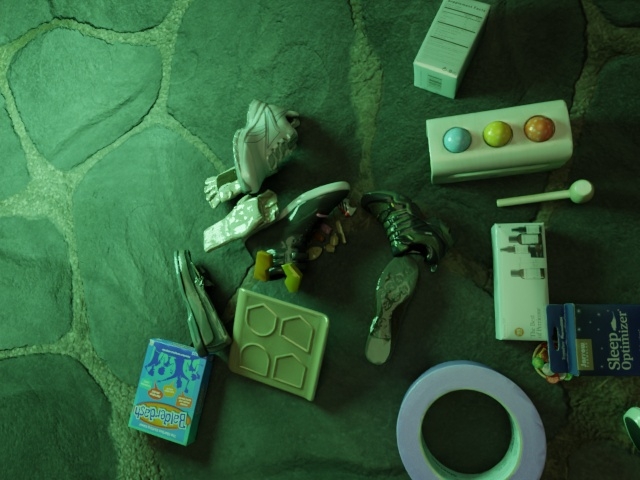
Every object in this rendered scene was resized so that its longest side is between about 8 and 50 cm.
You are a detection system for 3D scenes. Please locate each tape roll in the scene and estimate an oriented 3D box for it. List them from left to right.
[{"bbox_3d":[0.293,0.384,0.910,0.275,0.090,0.274,-2,80,13],"label":"tape roll"}]

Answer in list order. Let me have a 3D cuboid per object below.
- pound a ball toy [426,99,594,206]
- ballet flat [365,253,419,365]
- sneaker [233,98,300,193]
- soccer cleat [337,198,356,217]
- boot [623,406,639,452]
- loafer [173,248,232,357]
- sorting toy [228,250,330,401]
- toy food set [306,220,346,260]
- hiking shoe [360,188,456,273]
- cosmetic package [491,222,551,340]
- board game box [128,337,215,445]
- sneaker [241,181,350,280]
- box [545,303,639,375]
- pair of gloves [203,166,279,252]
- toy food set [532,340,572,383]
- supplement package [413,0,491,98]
[{"bbox_3d":[0.393,-0.172,0.949,0.319,0.136,0.208,-5,80,13],"label":"pound a ball toy"},{"bbox_3d":[0.156,0.152,1.000,0.084,0.058,0.250,13,79,19],"label":"ballet flat"},{"bbox_3d":[-0.121,-0.224,1.044,0.129,0.111,0.297,6,53,5],"label":"sneaker"},{"bbox_3d":[0.048,-0.091,1.072,0.035,0.029,0.083,-43,78,-5],"label":"soccer cleat"},{"bbox_3d":[0.692,0.378,0.823,0.176,0.088,0.244,-36,84,5],"label":"boot"},{"bbox_3d":[-0.280,0.139,1.082,0.084,0.096,0.267,-17,71,-9],"label":"loafer"},{"bbox_3d":[-0.087,0.185,1.010,0.229,0.041,0.307,17,107,17],"label":"sorting toy"},{"bbox_3d":[0.000,0.000,1.074,0.122,0.019,0.078,-20,77,17],"label":"toy food set"},{"bbox_3d":[0.174,-0.025,0.987,0.227,0.086,0.114,31,63,15],"label":"hiking shoe"},{"bbox_3d":[0.413,0.085,0.943,0.099,0.060,0.239,-2,81,14],"label":"cosmetic package"},{"bbox_3d":[-0.353,0.355,1.083,0.160,0.047,0.210,10,84,14],"label":"board game box"},{"bbox_3d":[-0.036,-0.009,1.026,0.296,0.104,0.147,-31,73,21],"label":"sneaker"},{"bbox_3d":[0.555,0.191,0.878,0.225,0.036,0.136,0,82,-2],"label":"box"},{"bbox_3d":[-0.191,-0.097,1.065,0.204,0.042,0.240,-21,49,19],"label":"pair of gloves"},{"bbox_3d":[0.475,0.246,0.924,0.083,0.020,0.082,34,90,15],"label":"toy food set"},{"bbox_3d":[0.294,-0.436,1.028,0.105,0.105,0.179,25,87,15],"label":"supplement package"}]
